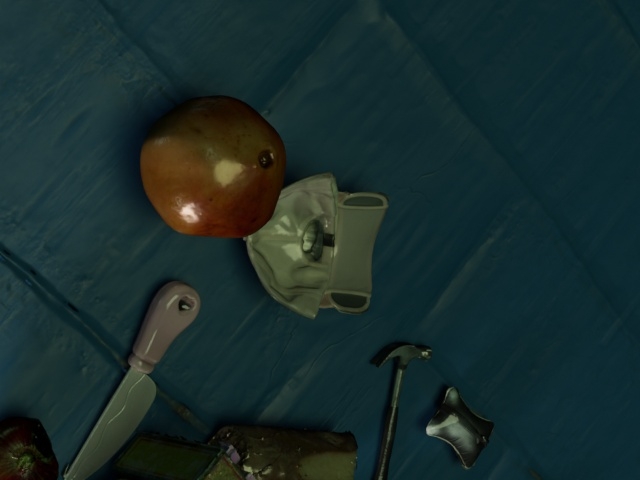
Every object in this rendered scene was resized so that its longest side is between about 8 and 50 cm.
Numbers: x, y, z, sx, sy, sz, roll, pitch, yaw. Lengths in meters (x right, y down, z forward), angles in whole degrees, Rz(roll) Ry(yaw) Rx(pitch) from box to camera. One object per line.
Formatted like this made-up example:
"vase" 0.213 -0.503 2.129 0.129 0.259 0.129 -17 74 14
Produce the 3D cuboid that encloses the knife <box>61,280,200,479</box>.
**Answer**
"knife" -0.271 0.212 1.792 0.081 0.043 0.336 28 92 -40

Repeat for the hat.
"hat" 0.000 0.000 1.877 0.226 0.164 0.219 -3 105 -70

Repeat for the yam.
"yam" -0.059 0.349 1.885 0.238 0.129 0.128 13 128 -31

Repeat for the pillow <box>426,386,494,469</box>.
"pillow" 0.238 0.319 2.090 0.091 0.055 0.135 -44 117 7

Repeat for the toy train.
"toy train" -0.212 0.375 1.732 0.177 0.261 0.134 -50 122 -32

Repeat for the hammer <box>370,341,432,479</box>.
"hammer" 0.113 0.288 2.027 0.103 0.029 0.246 8 97 -31

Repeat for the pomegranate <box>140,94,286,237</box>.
"pomegranate" -0.143 -0.098 1.701 0.209 0.209 0.209 -6 103 -29

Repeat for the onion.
"onion" -0.416 0.302 1.679 0.118 0.118 0.117 -30 80 -22
